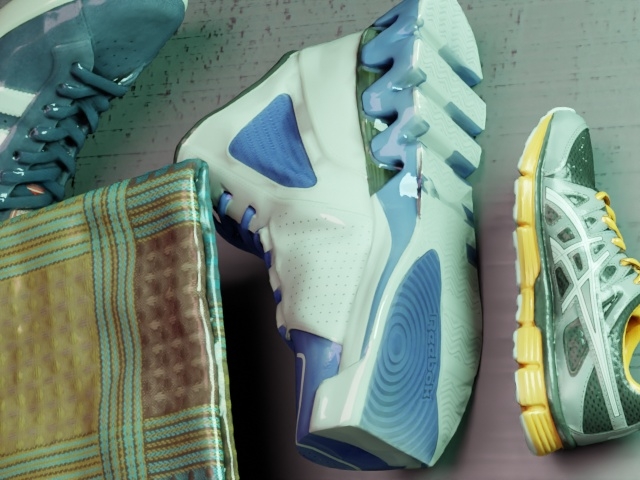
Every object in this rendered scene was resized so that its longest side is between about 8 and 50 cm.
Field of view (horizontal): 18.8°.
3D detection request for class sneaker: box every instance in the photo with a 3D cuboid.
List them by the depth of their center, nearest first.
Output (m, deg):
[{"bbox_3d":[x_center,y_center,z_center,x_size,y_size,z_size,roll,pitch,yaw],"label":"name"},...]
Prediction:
[{"bbox_3d":[0.158,0.023,1.154,0.083,0.084,0.215,-4,72,13],"label":"sneaker"},{"bbox_3d":[0.000,-0.001,1.228,0.182,0.127,0.315,-9,60,30],"label":"sneaker"},{"bbox_3d":[-0.216,-0.049,1.361,0.350,0.131,0.148,-38,61,20],"label":"sneaker"}]

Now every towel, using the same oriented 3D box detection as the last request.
[{"bbox_3d":[-0.216,0.119,1.235,0.370,0.040,0.271,-18,68,28],"label":"towel"}]
